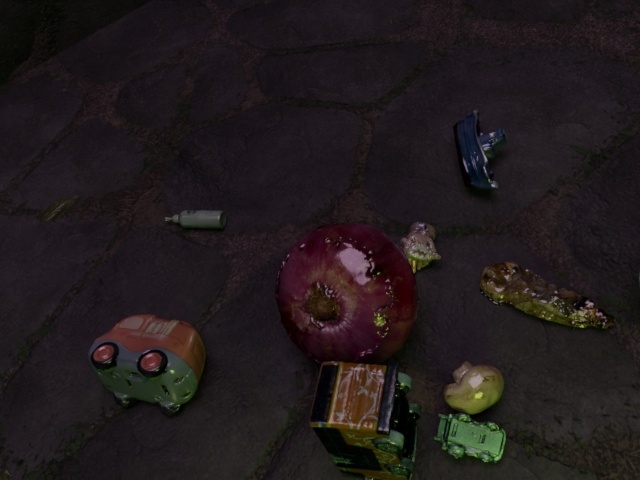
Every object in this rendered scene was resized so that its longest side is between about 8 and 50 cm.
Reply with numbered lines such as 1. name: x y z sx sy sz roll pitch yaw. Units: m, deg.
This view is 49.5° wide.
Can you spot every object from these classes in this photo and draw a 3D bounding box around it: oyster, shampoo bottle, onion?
1. oyster: 0.557 0.133 1.726 0.345 0.078 0.128 23 54 31
2. shampoo bottle: -0.387 -0.065 2.121 0.195 0.056 0.056 1 54 14
3. onion: 0.083 0.136 1.703 0.345 0.358 0.358 3 39 -39

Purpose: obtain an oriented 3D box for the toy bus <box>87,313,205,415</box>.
1. toy bus: -0.433 0.294 1.783 0.288 0.194 0.232 6 48 19

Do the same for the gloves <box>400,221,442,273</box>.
1. gloves: 0.265 0.012 1.878 0.111 0.094 0.144 -2 45 -1

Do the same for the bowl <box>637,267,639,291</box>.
1. bowl: 0.855 0.131 1.609 0.238 0.126 0.237 -7 52 10

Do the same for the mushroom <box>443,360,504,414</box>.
1. mushroom: 0.350 0.335 1.583 0.148 0.148 0.112 -35 69 -13

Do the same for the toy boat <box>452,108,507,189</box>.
1. toy boat: 0.469 -0.265 2.004 0.143 0.129 0.309 -17 51 20

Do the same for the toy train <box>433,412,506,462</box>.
1. toy train: 0.332 0.435 1.546 0.149 0.081 0.099 11 84 10

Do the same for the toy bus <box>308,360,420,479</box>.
1. toy bus: 0.104 0.393 1.480 0.194 0.323 0.161 1 54 17

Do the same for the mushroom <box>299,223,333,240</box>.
1. mushroom: -0.002 -0.001 1.965 0.130 0.073 0.088 -5 86 15
